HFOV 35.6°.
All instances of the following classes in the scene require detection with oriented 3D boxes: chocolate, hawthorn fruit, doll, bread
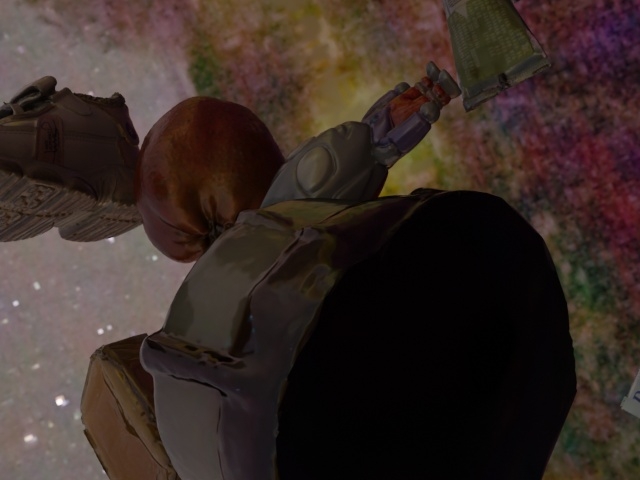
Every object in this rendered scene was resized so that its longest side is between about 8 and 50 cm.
[{"bbox_3d":[0.018,0.092,0.669,0.186,0.283,0.284,10,133,50],"label":"chocolate"},{"bbox_3d":[-0.123,-0.068,1.097,0.189,0.189,0.189,-24,-90,-86],"label":"hawthorn fruit"},{"bbox_3d":[0.017,-0.052,0.790,0.075,0.227,0.102,47,-172,-22],"label":"doll"},{"bbox_3d":[-0.181,0.221,1.123,0.241,0.107,0.136,43,122,44],"label":"bread"}]

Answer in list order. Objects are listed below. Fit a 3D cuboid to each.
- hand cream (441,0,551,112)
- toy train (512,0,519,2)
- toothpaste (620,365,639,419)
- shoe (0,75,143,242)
[{"bbox_3d":[0.154,-0.217,0.971,0.055,0.086,0.235,43,-154,-40],"label":"hand cream"},{"bbox_3d":[0.176,-0.406,1.207,0.261,0.134,0.177,38,162,-9],"label":"toy train"},{"bbox_3d":[0.375,0.069,0.909,0.071,0.313,0.089,30,127,26],"label":"toothpaste"},{"bbox_3d":[-0.364,-0.110,1.294,0.351,0.171,0.198,11,-123,-63],"label":"shoe"}]
